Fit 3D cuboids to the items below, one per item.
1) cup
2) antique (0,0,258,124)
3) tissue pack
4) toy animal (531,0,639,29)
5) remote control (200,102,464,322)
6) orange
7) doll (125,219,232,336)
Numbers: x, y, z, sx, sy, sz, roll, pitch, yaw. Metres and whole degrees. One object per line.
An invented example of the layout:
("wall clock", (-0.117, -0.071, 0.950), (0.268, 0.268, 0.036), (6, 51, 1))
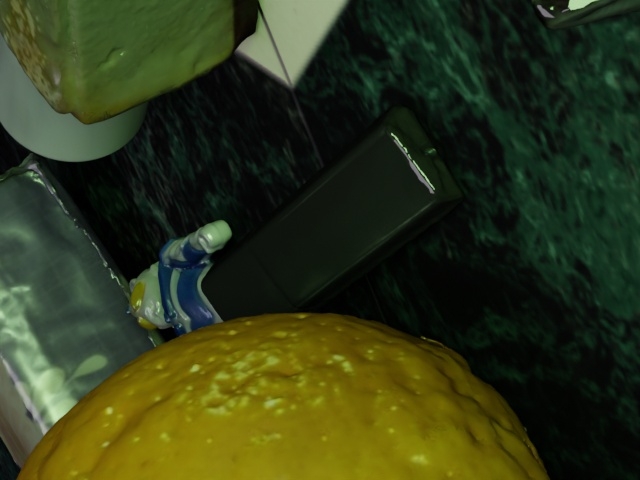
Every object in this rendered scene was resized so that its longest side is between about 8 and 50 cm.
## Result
("cup", (-0.138, -0.134, 1.126), (0.099, 0.136, 0.133), (16, 150, -4))
("antique", (-0.106, -0.204, 0.928), (0.150, 0.125, 0.284), (50, 153, 21))
("tissue pack", (-0.164, 0.129, 1.384), (0.344, 0.125, 0.242), (57, 163, 5))
("toy animal", (0.087, -0.176, 0.637), (0.117, 0.121, 0.210), (-47, 67, 45))
("remote control", (0.000, 0.000, 1.027), (0.063, 0.025, 0.245), (53, 146, 3))
("orange", (-0.025, 0.207, 0.987), (0.340, 0.293, 0.341), (42, 139, 51))
("doll", (-0.065, 0.042, 1.202), (0.227, 0.057, 0.114), (-1, 119, 61))
